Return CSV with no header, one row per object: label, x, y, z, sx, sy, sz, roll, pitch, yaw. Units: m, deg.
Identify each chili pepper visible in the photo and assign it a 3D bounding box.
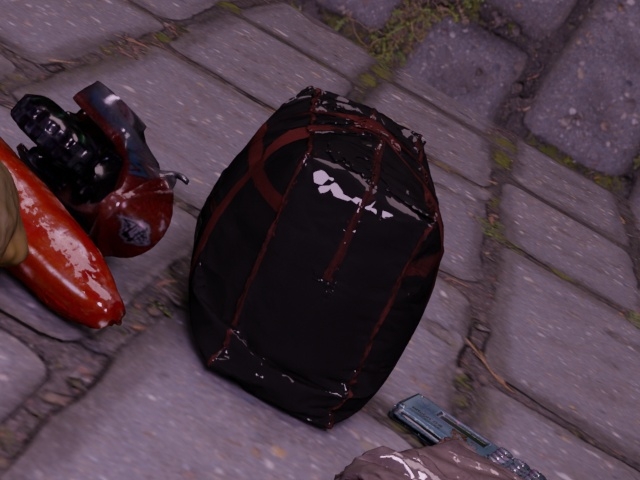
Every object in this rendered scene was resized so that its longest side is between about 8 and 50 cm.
chili pepper,-0.173,-0.003,0.902,0.169,0.065,0.088,40,18,22

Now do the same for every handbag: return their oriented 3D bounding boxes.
handbag,0.000,0.000,0.999,0.155,0.169,0.215,27,16,-9

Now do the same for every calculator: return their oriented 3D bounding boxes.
calculator,0.124,0.156,1.022,0.172,0.018,0.057,33,13,17

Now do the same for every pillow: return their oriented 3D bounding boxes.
pillow,0.085,0.160,0.872,0.135,0.049,0.248,31,11,21

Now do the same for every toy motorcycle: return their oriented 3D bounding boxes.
toy motorcycle,-0.139,-0.043,1.026,0.122,0.082,0.213,51,1,3

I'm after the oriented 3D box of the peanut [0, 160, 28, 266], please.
peanut,-0.227,-0.011,0.736,0.117,0.101,0.263,56,23,17
